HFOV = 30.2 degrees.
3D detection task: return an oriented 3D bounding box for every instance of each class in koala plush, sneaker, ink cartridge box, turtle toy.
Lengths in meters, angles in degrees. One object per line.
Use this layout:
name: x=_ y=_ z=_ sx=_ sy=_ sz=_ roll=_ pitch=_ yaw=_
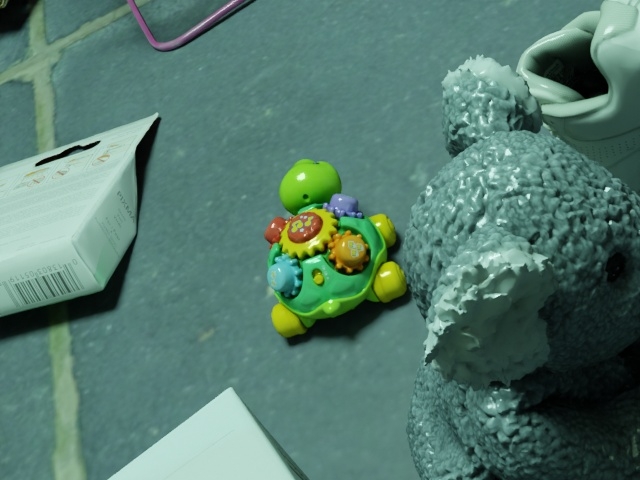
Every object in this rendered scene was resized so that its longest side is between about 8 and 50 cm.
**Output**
koala plush: x=0.107 y=0.037 z=0.571 sx=0.203 sy=0.221 sz=0.196 roll=-12 pitch=45 yaw=23
sneaker: x=0.161 y=-0.077 z=0.655 sx=0.115 sy=0.232 sz=0.090 roll=16 pitch=70 yaw=1
ink cartridge box: x=-0.232 y=-0.015 z=0.992 sx=0.181 sy=0.056 sz=0.225 roll=-15 pitch=24 yaw=20
turtle toy: x=0.000 y=0.000 z=0.798 sx=0.095 sy=0.066 sz=0.130 roll=-22 pitch=41 yaw=12

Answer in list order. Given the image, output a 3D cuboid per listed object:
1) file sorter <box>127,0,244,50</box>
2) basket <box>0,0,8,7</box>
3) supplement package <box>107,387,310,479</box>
file sorter: x=-0.171 y=-0.353 z=1.093 sx=0.182 sy=0.291 sz=0.202 roll=-35 pitch=40 yaw=1
basket: x=-0.441 y=-0.389 z=1.333 sx=0.223 sy=0.213 sz=0.299 roll=-12 pitch=35 yaw=22
supplement package: x=-0.019 y=0.243 z=0.463 sx=0.199 sy=0.198 sz=0.263 roll=-37 pitch=40 yaw=-4
